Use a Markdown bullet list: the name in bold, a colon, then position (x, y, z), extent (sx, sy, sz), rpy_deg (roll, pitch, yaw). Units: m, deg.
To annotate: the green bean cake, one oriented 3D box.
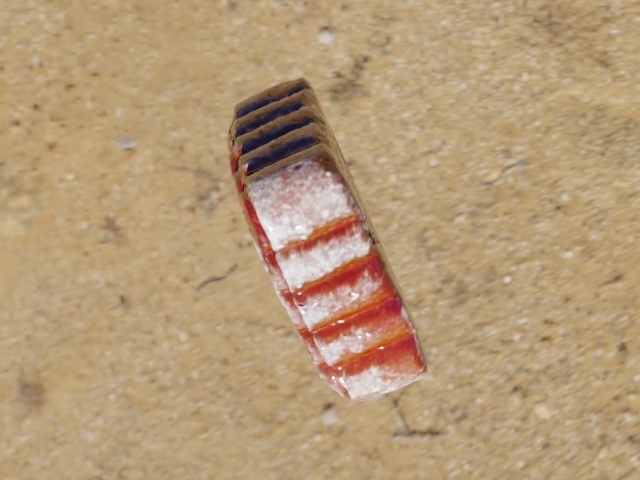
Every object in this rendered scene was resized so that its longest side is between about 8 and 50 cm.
- **green bean cake**: position (0.000, 0.000, 0.759), extent (0.056, 0.135, 0.136), rpy_deg (-24, 117, 1)
